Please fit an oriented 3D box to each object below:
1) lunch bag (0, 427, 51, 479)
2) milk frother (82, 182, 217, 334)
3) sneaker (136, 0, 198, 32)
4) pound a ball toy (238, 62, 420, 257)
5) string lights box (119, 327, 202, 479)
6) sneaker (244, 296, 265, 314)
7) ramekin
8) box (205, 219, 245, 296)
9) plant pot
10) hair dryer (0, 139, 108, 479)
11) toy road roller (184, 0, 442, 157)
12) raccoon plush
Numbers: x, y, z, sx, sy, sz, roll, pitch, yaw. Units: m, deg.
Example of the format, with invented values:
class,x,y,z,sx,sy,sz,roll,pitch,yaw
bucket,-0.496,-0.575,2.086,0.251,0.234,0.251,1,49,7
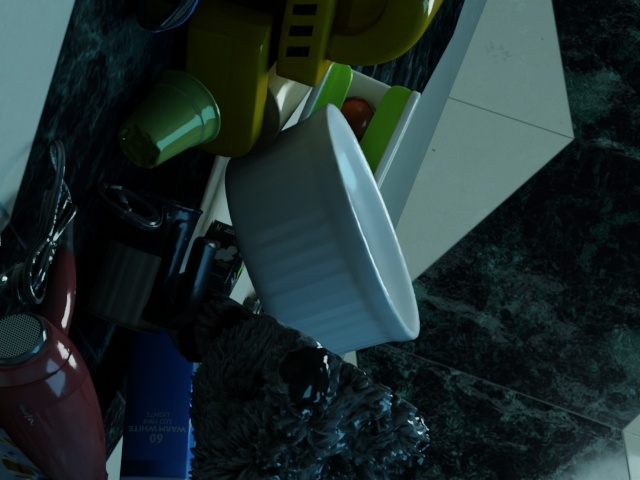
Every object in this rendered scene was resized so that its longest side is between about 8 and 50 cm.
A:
class,x,y,z,sx,sy,sz,roll,pitch,yaw
lunch bag,-0.301,0.285,1.304,0.303,0.115,0.243,34,79,-81
milk frother,-0.189,0.016,1.504,0.143,0.129,0.134,17,93,-37
sneaker,-0.122,-0.266,1.342,0.078,0.067,0.188,-66,174,-63
pound a ball toy,-0.015,-0.118,1.895,0.136,0.208,0.319,-1,114,-89
string lights box,-0.174,0.197,1.706,0.133,0.077,0.259,88,3,-66
sneaker,-0.087,0.184,2.347,0.151,0.094,0.256,0,99,-86
ramekin,0.000,0.000,1.698,0.277,0.135,0.277,-21,90,-80
box,-0.128,0.028,1.945,0.062,0.052,0.083,95,19,-58
plant pot,-0.154,-0.111,1.481,0.079,0.083,0.083,-44,155,-40
hair dryer,-0.206,0.067,1.221,0.223,0.080,0.293,-25,110,-74
toy road roller,0.001,-0.232,1.576,0.202,0.240,0.329,-59,165,-49
raccoon plush,-0.082,0.234,1.495,0.299,0.216,0.446,-57,-154,-6
